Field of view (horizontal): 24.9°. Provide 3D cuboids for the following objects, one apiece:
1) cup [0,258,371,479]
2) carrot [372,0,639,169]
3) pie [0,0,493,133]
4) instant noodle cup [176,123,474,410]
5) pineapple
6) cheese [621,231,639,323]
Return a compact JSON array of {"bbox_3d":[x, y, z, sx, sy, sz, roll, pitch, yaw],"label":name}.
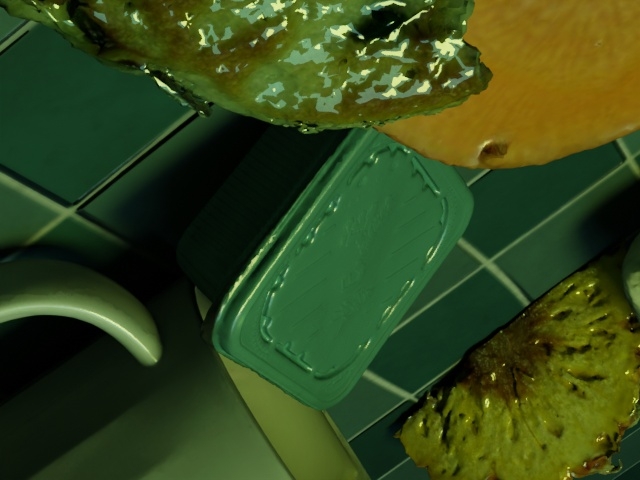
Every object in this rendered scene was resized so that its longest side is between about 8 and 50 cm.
[{"bbox_3d":[-0.157,0.175,0.800,0.327,0.237,0.323,-34,123,5],"label":"cup"},{"bbox_3d":[0.106,-0.153,0.640,0.307,0.100,0.258,10,128,-47],"label":"carrot"},{"bbox_3d":[0.003,-0.163,0.469,0.302,0.067,0.302,-12,134,-13],"label":"pie"},{"bbox_3d":[0.000,0.000,0.783,0.157,0.070,0.179,-53,152,-3],"label":"instant noodle cup"},{"bbox_3d":[0.205,0.139,1.188,0.250,0.140,0.164,-41,153,10],"label":"pineapple"},{"bbox_3d":[0.328,0.013,1.059,0.198,0.154,0.189,39,72,-37],"label":"cheese"}]
